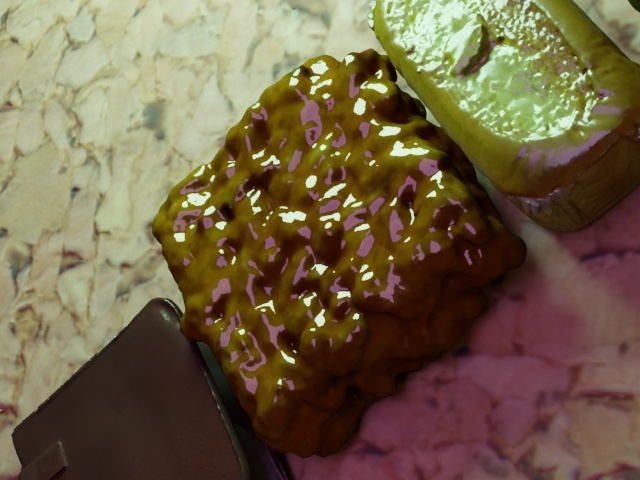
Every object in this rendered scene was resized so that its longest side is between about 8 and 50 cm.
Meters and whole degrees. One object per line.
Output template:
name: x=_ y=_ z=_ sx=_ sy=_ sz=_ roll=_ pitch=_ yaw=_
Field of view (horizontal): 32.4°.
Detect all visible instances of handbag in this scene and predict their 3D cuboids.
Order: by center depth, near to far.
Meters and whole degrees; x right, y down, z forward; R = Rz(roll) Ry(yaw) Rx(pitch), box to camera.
handbag: x=-0.179 y=0.225 z=1.091 sx=0.275 sy=0.084 sz=0.260 roll=-44 pitch=55 yaw=18

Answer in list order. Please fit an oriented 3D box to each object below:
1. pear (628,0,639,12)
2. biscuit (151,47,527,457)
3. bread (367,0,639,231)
pear: x=0.300 y=-0.300 z=0.789 sx=0.287 sy=0.287 sz=0.375 roll=11 pitch=97 yaw=38
biscuit: x=0.000 y=0.000 z=1.011 sx=0.312 sy=0.110 sz=0.318 roll=-44 pitch=55 yaw=20
bread: x=0.163 y=-0.143 z=0.927 sx=0.152 sy=0.119 sz=0.288 roll=-39 pitch=56 yaw=11
